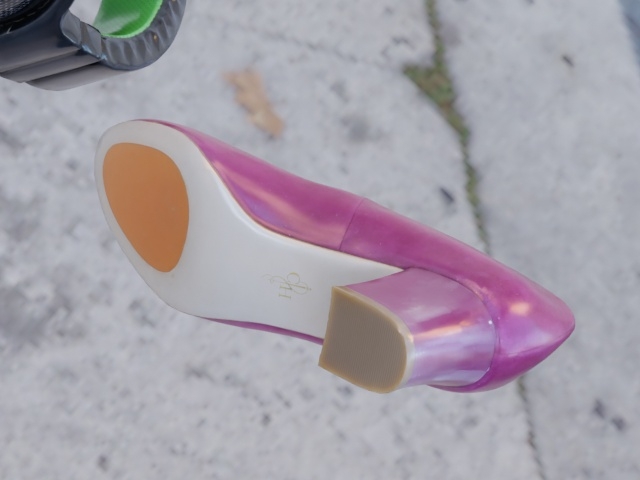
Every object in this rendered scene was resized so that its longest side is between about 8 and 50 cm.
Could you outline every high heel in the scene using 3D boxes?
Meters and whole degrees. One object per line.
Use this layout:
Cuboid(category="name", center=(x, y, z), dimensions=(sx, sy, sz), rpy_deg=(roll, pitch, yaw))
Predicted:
Cuboid(category="high heel", center=(0.000, 0.000, 0.897), dimensions=(0.117, 0.082, 0.244), rpy_deg=(-7, 23, -43))

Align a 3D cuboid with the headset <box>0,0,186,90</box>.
Cuboid(category="headset", center=(-0.199, -0.211, 0.912), dimensions=(0.394, 0.185, 0.243), rpy_deg=(35, 46, -61))
